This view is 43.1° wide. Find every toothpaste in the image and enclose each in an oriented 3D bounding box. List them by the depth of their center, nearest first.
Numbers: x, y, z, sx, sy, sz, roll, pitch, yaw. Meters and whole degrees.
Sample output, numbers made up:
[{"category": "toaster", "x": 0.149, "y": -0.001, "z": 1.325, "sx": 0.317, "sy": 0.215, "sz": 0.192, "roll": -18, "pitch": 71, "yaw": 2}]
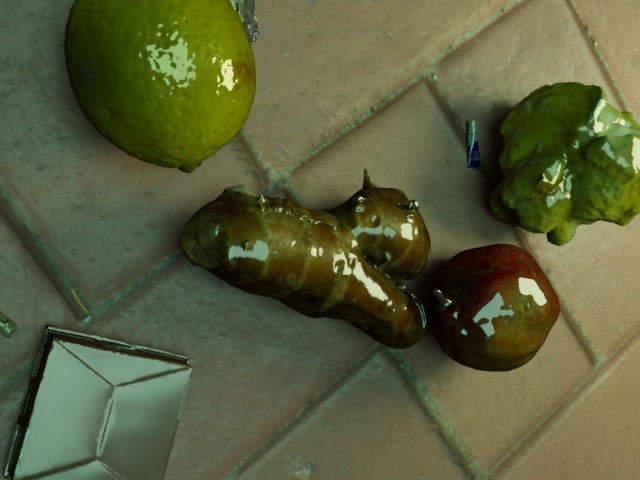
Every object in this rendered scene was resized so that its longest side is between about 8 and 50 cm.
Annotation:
[{"category": "toothpaste", "x": 0.263, "y": -0.164, "z": 1.393, "sx": 0.024, "sy": 0.015, "sz": 0.083, "roll": -5, "pitch": 98, "yaw": -15}]

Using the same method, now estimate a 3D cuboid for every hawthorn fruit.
[{"category": "hawthorn fruit", "x": 0.252, "y": 0.103, "z": 1.284, "sx": 0.248, "sy": 0.208, "sz": 0.207, "roll": 6, "pitch": 89, "yaw": -43}]

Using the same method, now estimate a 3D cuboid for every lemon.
[{"category": "lemon", "x": -0.208, "y": -0.233, "z": 1.068, "sx": 0.268, "sy": 0.267, "sz": 0.267, "roll": -1, "pitch": 91, "yaw": -23}]

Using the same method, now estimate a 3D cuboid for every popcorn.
[{"category": "popcorn", "x": 0.418, "y": -0.119, "z": 1.346, "sx": 0.225, "sy": 0.277, "sz": 0.276, "roll": 27, "pitch": 79, "yaw": -56}]

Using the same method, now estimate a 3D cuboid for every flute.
[{"category": "flute", "x": -0.496, "y": 0.047, "z": 1.070, "sx": 0.233, "sy": 0.027, "sz": 0.027, "roll": 47, "pitch": 74, "yaw": -17}]

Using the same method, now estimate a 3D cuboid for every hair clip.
[{"category": "hair clip", "x": -0.126, "y": -0.391, "z": 1.165, "sx": 0.056, "sy": 0.146, "sz": 0.187, "roll": -13, "pitch": 90, "yaw": 11}]

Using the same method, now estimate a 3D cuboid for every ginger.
[{"category": "ginger", "x": 0.000, "y": 0.000, "z": 1.202, "sx": 0.419, "sy": 0.176, "sz": 0.254, "roll": 18, "pitch": 78, "yaw": -25}]

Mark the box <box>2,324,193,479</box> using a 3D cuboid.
[{"category": "box", "x": -0.302, "y": 0.246, "z": 1.124, "sx": 0.215, "sy": 0.086, "sz": 0.215, "roll": 17, "pitch": 85, "yaw": -23}]
